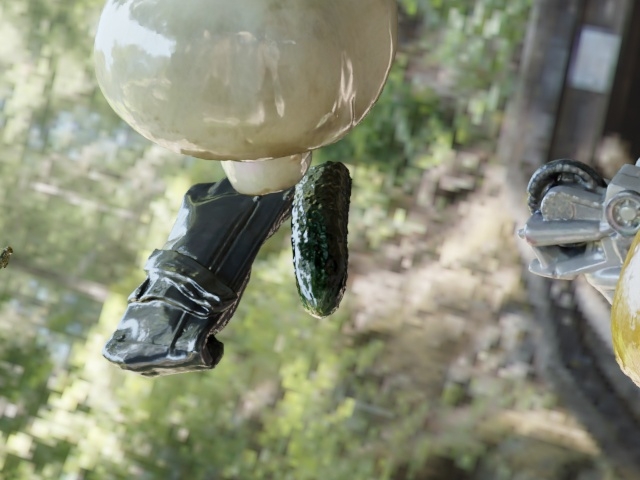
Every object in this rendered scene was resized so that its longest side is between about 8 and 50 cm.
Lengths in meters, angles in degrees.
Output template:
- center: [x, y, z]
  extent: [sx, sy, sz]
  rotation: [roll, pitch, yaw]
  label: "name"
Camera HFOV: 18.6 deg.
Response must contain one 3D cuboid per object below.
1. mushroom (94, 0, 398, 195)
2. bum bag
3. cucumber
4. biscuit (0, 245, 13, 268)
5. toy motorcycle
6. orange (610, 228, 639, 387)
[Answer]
- center: [-0.061, -0.146, 1.624]
  extent: [0.260, 0.254, 0.234]
  rotation: [-10, -51, -16]
  label: "mushroom"
- center: [-0.106, 0.030, 1.782]
  extent: [0.248, 0.123, 0.060]
  rotation: [-58, -43, -42]
  label: "bum bag"
- center: [0.000, 0.000, 1.673]
  extent: [0.214, 0.052, 0.058]
  rotation: [-87, -9, -60]
  label: "cucumber"
- center: [-0.368, 0.051, 1.643]
  extent: [0.144, 0.203, 0.016]
  rotation: [-61, -39, -29]
  label: "biscuit"
- center: [0.294, 0.025, 1.666]
  extent: [0.110, 0.260, 0.171]
  rotation: [-43, -37, -60]
  label: "toy motorcycle"
- center: [0.221, 0.044, 1.008]
  extent: [0.136, 0.159, 0.159]
  rotation: [-35, -26, 17]
  label: "orange"
